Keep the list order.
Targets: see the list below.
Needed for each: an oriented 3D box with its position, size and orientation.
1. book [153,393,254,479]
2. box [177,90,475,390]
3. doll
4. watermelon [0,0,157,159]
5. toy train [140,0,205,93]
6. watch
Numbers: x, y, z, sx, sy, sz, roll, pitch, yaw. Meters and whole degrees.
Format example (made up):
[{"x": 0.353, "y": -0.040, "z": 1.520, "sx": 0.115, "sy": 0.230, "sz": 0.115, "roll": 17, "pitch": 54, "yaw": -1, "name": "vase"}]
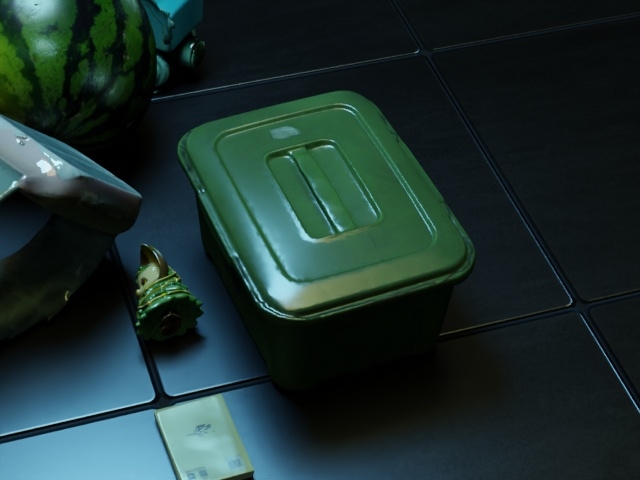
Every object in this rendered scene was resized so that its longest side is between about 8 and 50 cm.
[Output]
[{"x": -0.124, "y": 0.214, "z": 1.579, "sx": 0.077, "sy": 0.014, "sz": 0.111, "roll": -12, "pitch": 47, "yaw": -17, "name": "book"}, {"x": 0.000, "y": 0.000, "z": 1.692, "sx": 0.253, "sy": 0.177, "sz": 0.328, "roll": -16, "pitch": 49, "yaw": -16, "name": "box"}, {"x": -0.171, "y": 0.055, "z": 1.693, "sx": 0.077, "sy": 0.078, "sz": 0.113, "roll": 0, "pitch": 46, "yaw": -8, "name": "doll"}, {"x": -0.345, "y": -0.231, "z": 1.825, "sx": 0.285, "sy": 0.285, "sz": 0.285, "roll": 1, "pitch": 45, "yaw": -1, "name": "watermelon"}, {"x": -0.252, "y": -0.301, "z": 1.988, "sx": 0.203, "sy": 0.163, "sz": 0.112, "roll": 19, "pitch": 46, "yaw": 15, "name": "toy train"}, {"x": -0.343, "y": 0.005, "z": 1.643, "sx": 0.162, "sy": 0.253, "sz": 0.241, "roll": 31, "pitch": 93, "yaw": 28, "name": "watch"}]
